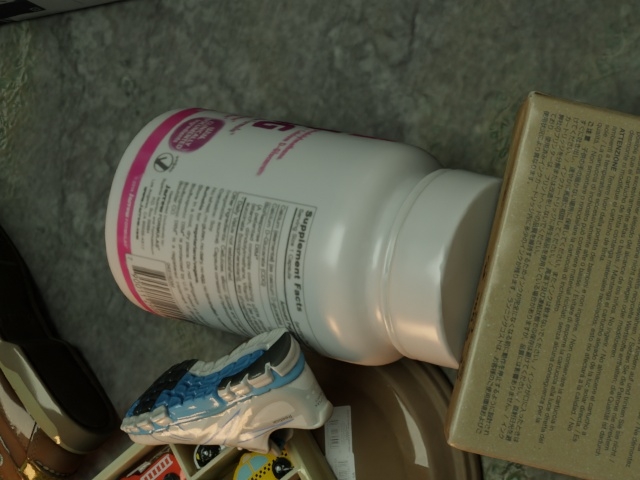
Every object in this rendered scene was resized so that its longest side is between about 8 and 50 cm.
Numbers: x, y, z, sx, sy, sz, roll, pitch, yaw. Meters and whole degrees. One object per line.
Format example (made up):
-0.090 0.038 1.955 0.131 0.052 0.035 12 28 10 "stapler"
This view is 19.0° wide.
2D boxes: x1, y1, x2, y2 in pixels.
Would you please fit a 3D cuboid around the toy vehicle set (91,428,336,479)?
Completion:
-0.104 0.229 1.432 0.267 0.035 0.166 -41 63 21 "toy vehicle set"

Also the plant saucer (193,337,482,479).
-0.010 0.190 1.424 0.278 0.041 0.277 -6 78 32 "plant saucer"

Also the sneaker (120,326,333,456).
-0.067 0.127 1.365 0.191 0.083 0.071 -19 28 46 "sneaker"

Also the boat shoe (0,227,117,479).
-0.290 0.073 1.579 0.104 0.111 0.307 -43 62 18 "boat shoe"

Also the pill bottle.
0.000 0.000 1.374 0.283 0.160 0.160 12 89 33 "pill bottle"

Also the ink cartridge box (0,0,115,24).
-0.283 -0.305 1.623 0.307 0.129 0.223 -6 79 32 "ink cartridge box"

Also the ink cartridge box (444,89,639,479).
0.198 0.039 1.238 0.193 0.088 0.234 14 89 1 "ink cartridge box"
